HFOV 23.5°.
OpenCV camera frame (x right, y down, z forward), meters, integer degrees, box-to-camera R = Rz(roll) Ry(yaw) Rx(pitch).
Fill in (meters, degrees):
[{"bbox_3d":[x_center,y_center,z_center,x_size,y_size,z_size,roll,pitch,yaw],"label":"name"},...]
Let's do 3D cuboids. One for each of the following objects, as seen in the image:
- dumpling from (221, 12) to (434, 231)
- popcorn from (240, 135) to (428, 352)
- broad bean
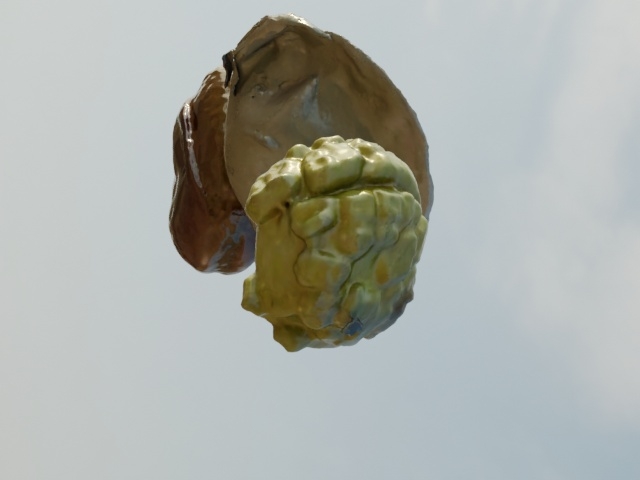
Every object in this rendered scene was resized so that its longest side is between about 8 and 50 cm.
[{"bbox_3d":[0.011,-0.095,1.512,0.163,0.204,0.293,-79,159,-60],"label":"dumpling"},{"bbox_3d":[0.009,0.005,1.196,0.142,0.173,0.173,33,-33,12],"label":"popcorn"},{"bbox_3d":[-0.103,-0.076,1.684,0.156,0.122,0.228,138,-42,-66],"label":"broad bean"}]
